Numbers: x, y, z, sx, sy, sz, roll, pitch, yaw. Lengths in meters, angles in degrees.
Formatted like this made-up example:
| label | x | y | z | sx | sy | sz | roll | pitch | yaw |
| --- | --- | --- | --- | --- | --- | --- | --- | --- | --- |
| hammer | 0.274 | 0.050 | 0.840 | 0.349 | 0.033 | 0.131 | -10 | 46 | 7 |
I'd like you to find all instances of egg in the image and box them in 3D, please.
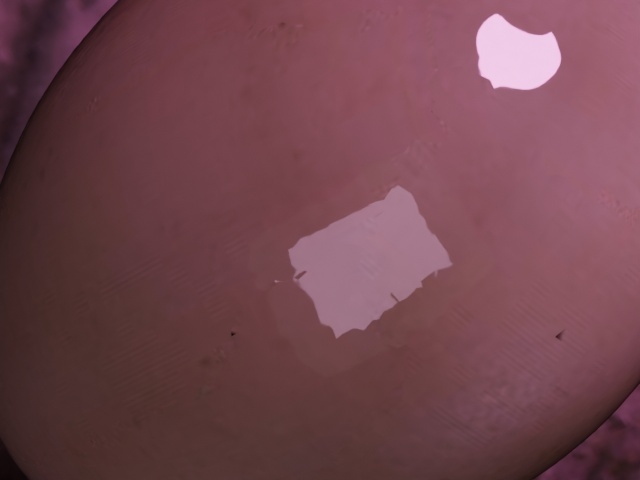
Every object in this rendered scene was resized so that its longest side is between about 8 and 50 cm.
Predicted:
| label | x | y | z | sx | sy | sz | roll | pitch | yaw |
| --- | --- | --- | --- | --- | --- | --- | --- | --- | --- |
| egg | 0.000 | 0.000 | 0.520 | 0.254 | 0.188 | 0.188 | -36 | 105 | 29 |
